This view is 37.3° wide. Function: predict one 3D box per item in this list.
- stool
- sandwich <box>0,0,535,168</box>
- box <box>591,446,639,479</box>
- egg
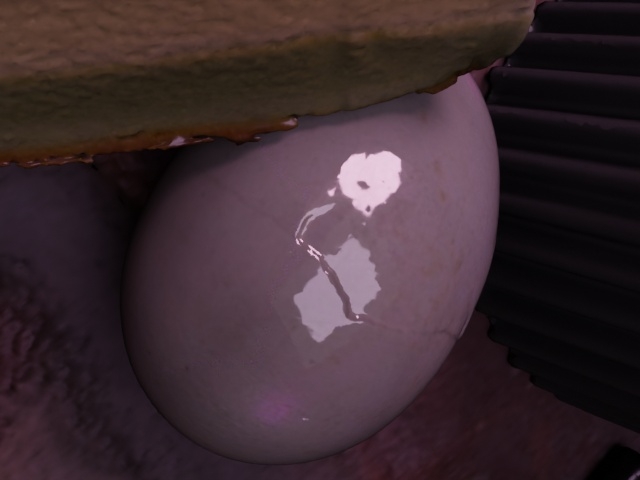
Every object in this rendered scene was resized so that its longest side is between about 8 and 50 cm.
[{"bbox_3d":[0.271,-0.005,0.441,0.297,0.330,0.297,-4,102,-21],"label":"stool"},{"bbox_3d":[-0.045,-0.138,0.356,0.220,0.108,0.186,-7,61,-7],"label":"sandwich"},{"bbox_3d":[0.198,0.213,0.622,0.125,0.027,0.126,-48,115,-5],"label":"box"},{"bbox_3d":[0.000,0.000,0.427,0.151,0.151,0.209,35,84,-24],"label":"egg"}]
